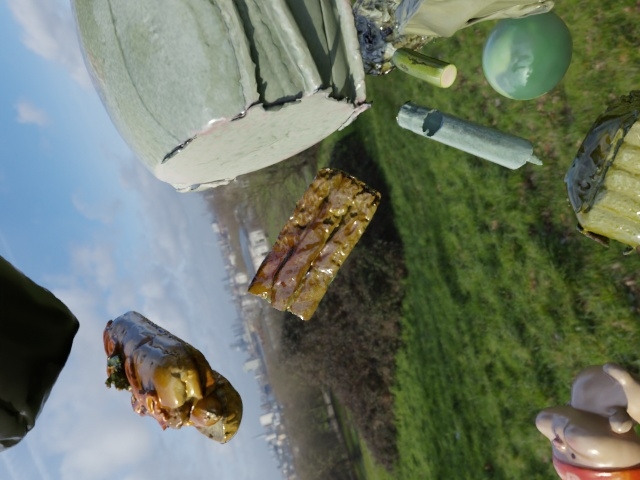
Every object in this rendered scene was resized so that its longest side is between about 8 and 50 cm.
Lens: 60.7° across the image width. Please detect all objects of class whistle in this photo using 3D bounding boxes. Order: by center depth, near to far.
[{"bbox_3d":[0.282,-0.205,1.064,0.312,0.062,0.062,32,143,39],"label":"whistle"}]

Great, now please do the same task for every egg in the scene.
[{"bbox_3d":[0.525,-0.476,1.400,0.270,0.220,0.221,-55,-33,-45],"label":"egg"}]

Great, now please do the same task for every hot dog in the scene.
[{"bbox_3d":[-0.248,0.207,0.831,0.348,0.117,0.158,10,141,53],"label":"hot dog"}]

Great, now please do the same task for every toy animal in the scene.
[{"bbox_3d":[0.441,0.298,0.863,0.198,0.171,0.171,-62,3,-10],"label":"toy animal"}]

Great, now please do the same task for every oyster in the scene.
[{"bbox_3d":[0.189,-0.475,1.101,0.350,0.162,0.158,-27,59,39],"label":"oyster"}]

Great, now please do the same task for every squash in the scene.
[{"bbox_3d":[0.111,-0.194,0.605,0.083,0.027,0.028,39,148,41],"label":"squash"}]

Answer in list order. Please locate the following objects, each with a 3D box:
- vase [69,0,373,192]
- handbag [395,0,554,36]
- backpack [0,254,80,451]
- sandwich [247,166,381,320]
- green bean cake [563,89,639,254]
[{"bbox_3d":[-0.131,-0.282,0.499,0.250,0.249,0.446,131,119,-79],"label":"vase"},{"bbox_3d":[0.272,-0.374,0.799,0.253,0.315,0.109,-147,39,-73],"label":"handbag"},{"bbox_3d":[-0.524,0.096,0.596,0.363,0.444,0.255,70,-164,-51],"label":"backpack"},{"bbox_3d":[0.000,-0.001,1.043,0.131,0.262,0.325,31,-175,1],"label":"sandwich"},{"bbox_3d":[0.654,-0.167,1.179,0.285,0.201,0.310,-42,-26,-56],"label":"green bean cake"}]
